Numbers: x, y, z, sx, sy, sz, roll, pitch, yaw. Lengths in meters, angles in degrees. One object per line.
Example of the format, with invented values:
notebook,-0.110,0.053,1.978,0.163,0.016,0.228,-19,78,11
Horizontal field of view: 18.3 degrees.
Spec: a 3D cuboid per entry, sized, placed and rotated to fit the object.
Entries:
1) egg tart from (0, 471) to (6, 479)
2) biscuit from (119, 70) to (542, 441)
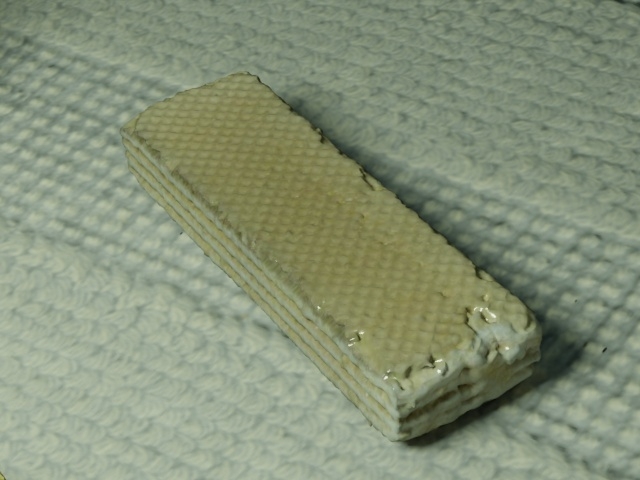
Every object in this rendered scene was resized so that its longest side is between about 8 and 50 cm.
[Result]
egg tart,-0.324,0.247,1.310,0.295,0.116,0.294,-5,42,5
biscuit,0.000,0.000,1.574,0.144,0.078,0.426,-25,44,-21
